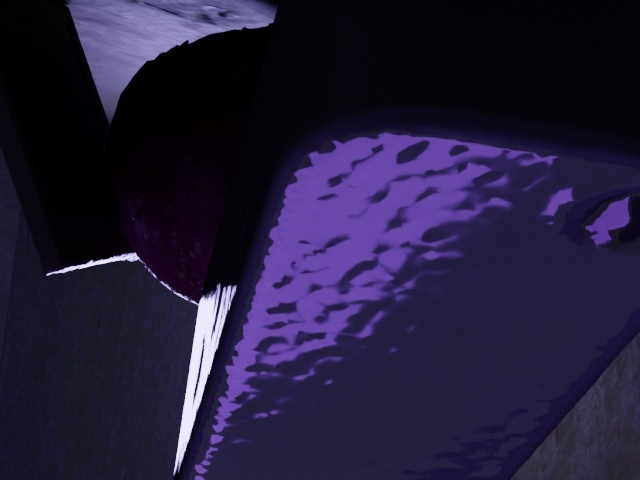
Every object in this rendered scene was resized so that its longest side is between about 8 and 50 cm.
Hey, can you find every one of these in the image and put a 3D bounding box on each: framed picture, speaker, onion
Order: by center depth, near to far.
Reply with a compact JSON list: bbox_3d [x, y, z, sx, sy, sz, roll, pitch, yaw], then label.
[{"bbox_3d":[0.033,0.013,0.591,0.183,0.184,0.406,7,142,-12],"label":"speaker"},{"bbox_3d":[-0.206,-0.098,0.875,0.022,0.247,0.335,-19,180,1],"label":"framed picture"},{"bbox_3d":[0.011,-0.035,0.920,0.358,0.345,0.358,-20,-179,0],"label":"onion"}]
